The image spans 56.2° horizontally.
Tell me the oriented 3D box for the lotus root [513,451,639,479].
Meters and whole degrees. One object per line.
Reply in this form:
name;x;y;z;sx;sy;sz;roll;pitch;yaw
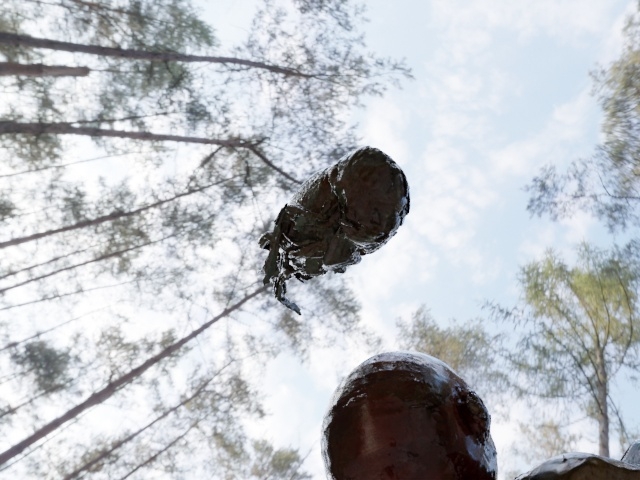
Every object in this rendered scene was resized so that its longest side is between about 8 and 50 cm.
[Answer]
lotus root;0.320;0.388;0.782;0.193;0.193;0.290;28;-37;15

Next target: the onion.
onion;0.134;0.292;0.865;0.277;0.276;0.276;4;-78;22

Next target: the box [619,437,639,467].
box;0.522;0.339;0.694;0.190;0.369;0.112;37;-101;5

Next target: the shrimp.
shrimp;-0.001;-0.001;0.397;0.190;0.075;0.073;-31;-130;52
